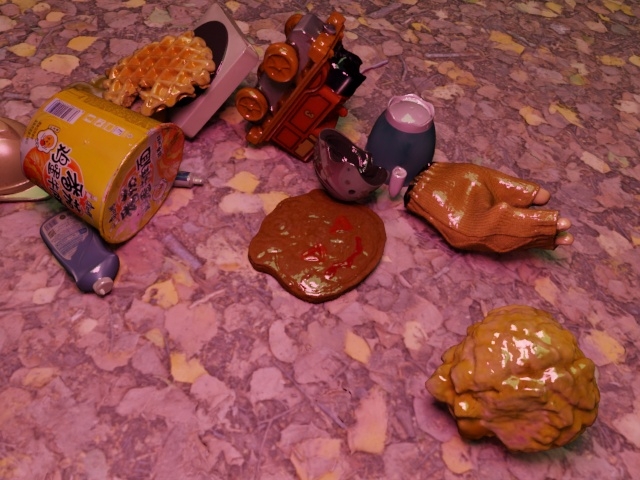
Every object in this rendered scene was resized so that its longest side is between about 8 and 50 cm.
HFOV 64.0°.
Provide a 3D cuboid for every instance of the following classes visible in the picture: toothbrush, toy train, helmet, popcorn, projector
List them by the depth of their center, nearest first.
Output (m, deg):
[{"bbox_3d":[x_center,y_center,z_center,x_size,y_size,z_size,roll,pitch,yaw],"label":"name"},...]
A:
[{"bbox_3d":[0.315,0.219,0.841,0.259,0.259,0.212,24,39,11],"label":"popcorn"},{"bbox_3d":[-0.674,-0.194,1.076,0.257,0.137,0.204,3,52,-5],"label":"helmet"},{"bbox_3d":[0.049,-0.151,1.112,0.153,0.107,0.177,-1,42,-47],"label":"helmet"},{"bbox_3d":[-0.047,-0.329,1.155,0.231,0.369,0.163,33,50,-16],"label":"toy train"},{"bbox_3d":[-0.279,-0.409,1.238,0.259,0.079,0.257,-43,50,16],"label":"projector"},{"bbox_3d":[0.130,-0.491,1.483,0.193,0.013,0.019,-32,69,-27],"label":"toothbrush"}]

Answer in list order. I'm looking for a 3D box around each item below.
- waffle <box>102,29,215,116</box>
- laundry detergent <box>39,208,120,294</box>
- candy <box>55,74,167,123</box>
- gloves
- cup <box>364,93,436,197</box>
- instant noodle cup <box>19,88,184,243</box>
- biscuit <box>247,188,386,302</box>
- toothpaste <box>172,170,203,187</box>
[{"bbox_3d":[-0.366,-0.376,1.141,0.261,0.056,0.250,-29,54,-4],"label":"waffle"},{"bbox_3d":[-0.453,0.026,0.981,0.096,0.061,0.206,-29,61,-29],"label":"laundry detergent"},{"bbox_3d":[-0.488,-0.290,1.188,0.259,0.118,0.260,4,49,-5],"label":"candy"},{"bbox_3d":[0.354,-0.061,1.090,0.356,0.155,0.203,21,44,29],"label":"gloves"},{"bbox_3d":[0.192,-0.241,1.197,0.167,0.173,0.300,11,52,3],"label":"cup"},{"bbox_3d":[-0.417,-0.150,0.979,0.200,0.264,0.264,28,54,2],"label":"instant noodle cup"},{"bbox_3d":[0.000,-0.001,1.070,0.257,0.049,0.273,31,53,17],"label":"biscuit"},{"bbox_3d":[-0.359,-0.141,1.141,0.197,0.035,0.057,5,36,-1],"label":"toothpaste"}]
